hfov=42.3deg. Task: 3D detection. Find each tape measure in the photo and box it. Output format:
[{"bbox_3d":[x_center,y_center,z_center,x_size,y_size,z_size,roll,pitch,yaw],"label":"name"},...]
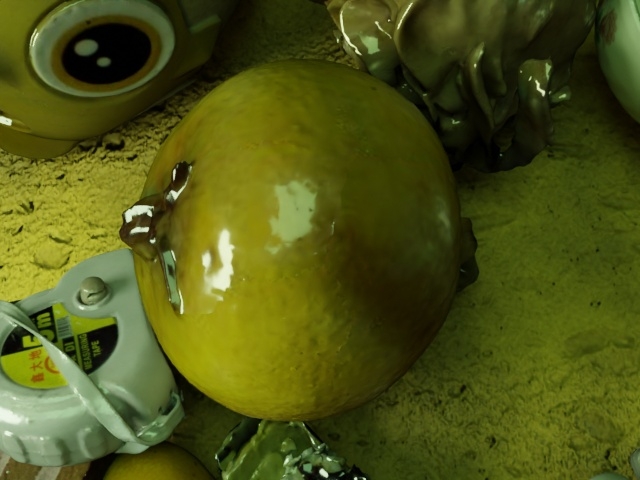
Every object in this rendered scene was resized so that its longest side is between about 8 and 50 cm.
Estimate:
[{"bbox_3d":[-0.242,0.122,0.803,0.197,0.120,0.236,-14,42,-14],"label":"tape measure"}]

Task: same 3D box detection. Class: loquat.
[{"bbox_3d":[0.000,0.000,0.773,0.359,0.328,0.328,8,67,-28],"label":"loquat"}]

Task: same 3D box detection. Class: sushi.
[{"bbox_3d":[0.016,0.276,0.758,0.291,0.131,0.139,40,68,16],"label":"sushi"}]

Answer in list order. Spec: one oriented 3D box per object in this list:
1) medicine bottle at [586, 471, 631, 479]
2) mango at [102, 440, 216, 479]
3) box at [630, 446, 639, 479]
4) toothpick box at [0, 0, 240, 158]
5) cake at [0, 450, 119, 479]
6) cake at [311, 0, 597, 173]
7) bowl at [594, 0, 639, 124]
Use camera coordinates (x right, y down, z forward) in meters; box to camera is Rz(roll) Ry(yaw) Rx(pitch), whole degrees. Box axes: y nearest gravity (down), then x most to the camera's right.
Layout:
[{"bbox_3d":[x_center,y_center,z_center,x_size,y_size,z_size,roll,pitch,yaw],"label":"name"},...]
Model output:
[{"bbox_3d":[0.289,0.324,0.683,0.131,0.131,0.250,-36,54,-7],"label":"medicine bottle"},{"bbox_3d":[-0.145,0.296,0.775,0.151,0.120,0.221,-3,62,7],"label":"mango"},{"bbox_3d":[0.381,0.294,0.753,0.103,0.055,0.244,-19,70,0],"label":"box"},{"bbox_3d":[-0.271,-0.315,0.861,0.409,0.409,0.425,26,81,14],"label":"toothpick box"},{"bbox_3d":[-0.275,0.236,0.822,0.116,0.113,0.295,8,59,7],"label":"cake"},{"bbox_3d":[0.122,-0.228,0.857,0.332,0.332,0.321,6,97,8],"label":"cake"},{"bbox_3d":[0.402,-0.204,0.864,0.277,0.145,0.277,6,71,-16],"label":"bowl"}]
